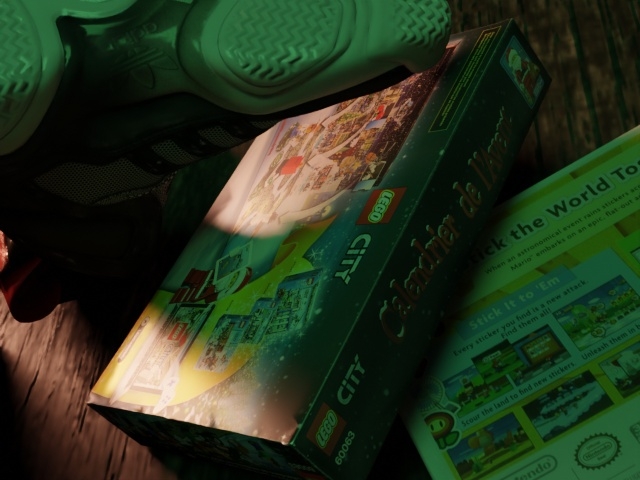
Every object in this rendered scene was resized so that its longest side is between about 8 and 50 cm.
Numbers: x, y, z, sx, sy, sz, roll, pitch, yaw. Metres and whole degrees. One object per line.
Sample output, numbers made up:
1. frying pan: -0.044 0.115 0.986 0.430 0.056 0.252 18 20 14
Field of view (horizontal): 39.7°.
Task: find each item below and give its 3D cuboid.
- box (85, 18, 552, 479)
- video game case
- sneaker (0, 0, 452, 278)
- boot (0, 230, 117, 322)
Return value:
1. box: 0.000 0.000 0.438 0.159 0.044 0.233 -2 50 47
2. video game case: 0.144 0.042 0.372 0.227 0.026 0.206 -30 45 2
3. sneaker: -0.071 -0.064 0.452 0.268 0.153 0.101 -9 57 -6
4. boot: -0.225 -0.019 0.574 0.244 0.088 0.176 -11 50 15
